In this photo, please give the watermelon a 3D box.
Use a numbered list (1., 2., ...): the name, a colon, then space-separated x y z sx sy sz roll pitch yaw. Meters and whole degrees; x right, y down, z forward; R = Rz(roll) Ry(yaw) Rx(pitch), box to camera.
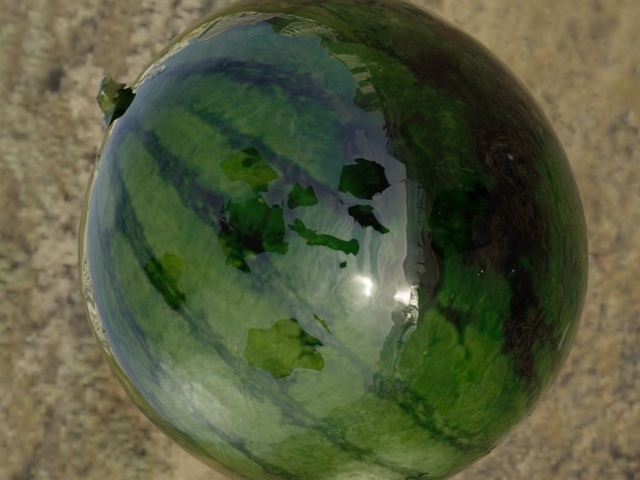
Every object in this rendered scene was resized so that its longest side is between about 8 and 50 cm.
1. watermelon: 0.004 0.003 0.640 0.242 0.242 0.242 -25 61 57
